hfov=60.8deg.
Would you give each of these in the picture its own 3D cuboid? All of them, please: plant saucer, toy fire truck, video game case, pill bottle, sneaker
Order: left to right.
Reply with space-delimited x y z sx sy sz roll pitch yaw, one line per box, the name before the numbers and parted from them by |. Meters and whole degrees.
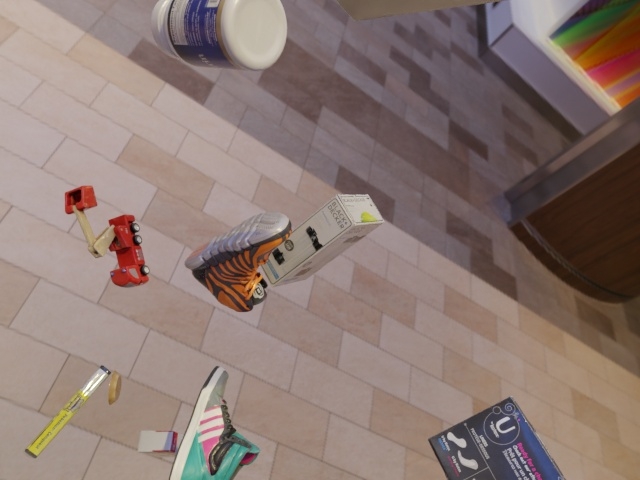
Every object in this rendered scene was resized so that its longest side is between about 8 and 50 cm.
video game case | -0.664 0.451 1.421 0.035 0.275 0.248 42 56 -9
toy fire truck | -0.397 -0.002 1.023 0.135 0.047 0.192 -2 77 -69
plant saucer | -0.507 0.365 1.349 0.015 0.083 0.084 5 54 -8
pill bottle | -0.205 -0.414 1.058 0.264 0.153 0.153 19 29 39
sneaker | -0.221 0.450 1.278 0.178 0.124 0.296 17 53 -2
sneaker | -0.154 0.056 1.253 0.180 0.321 0.125 54 41 -18

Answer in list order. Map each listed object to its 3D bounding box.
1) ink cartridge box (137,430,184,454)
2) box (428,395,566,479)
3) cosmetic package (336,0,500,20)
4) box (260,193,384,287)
ink cartridge box | -0.432 0.571 1.525 0.099 0.135 0.056 -4 62 11
box | 0.285 0.367 0.815 0.247 0.142 0.163 53 8 -49
cosmetic package | 0.139 -0.339 0.555 0.129 0.296 0.153 28 75 -49
box | 0.000 0.000 1.369 0.169 0.290 0.087 -6 62 -59
